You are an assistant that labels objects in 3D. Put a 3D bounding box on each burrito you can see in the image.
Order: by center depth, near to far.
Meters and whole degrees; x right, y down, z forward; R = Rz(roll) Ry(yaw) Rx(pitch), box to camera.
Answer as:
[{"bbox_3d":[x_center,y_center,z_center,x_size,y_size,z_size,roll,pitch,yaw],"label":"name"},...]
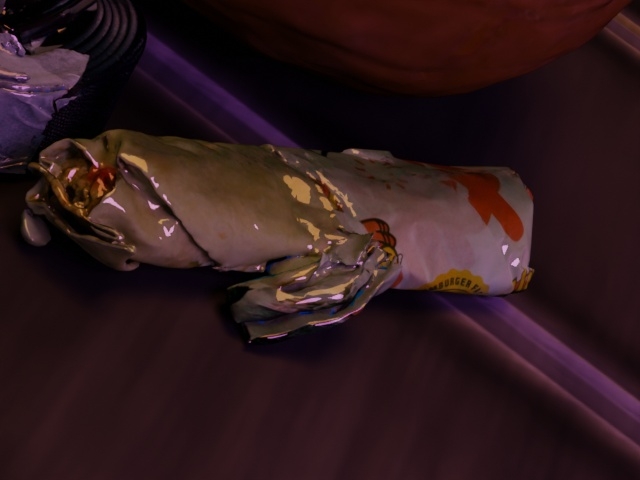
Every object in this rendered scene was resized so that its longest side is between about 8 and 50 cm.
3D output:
[{"bbox_3d":[0.000,0.000,0.889,0.288,0.054,0.104,5,43,-37],"label":"burrito"}]

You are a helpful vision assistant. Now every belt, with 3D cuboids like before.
[{"bbox_3d":[-0.140,-0.087,0.881,0.105,0.058,0.140,30,33,3],"label":"belt"}]

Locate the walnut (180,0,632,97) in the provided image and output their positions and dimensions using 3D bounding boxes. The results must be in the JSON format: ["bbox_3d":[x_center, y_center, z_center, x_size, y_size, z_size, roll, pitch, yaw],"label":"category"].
[{"bbox_3d":[0.026,-0.256,1.019,0.398,0.308,0.354,33,66,3],"label":"walnut"}]
